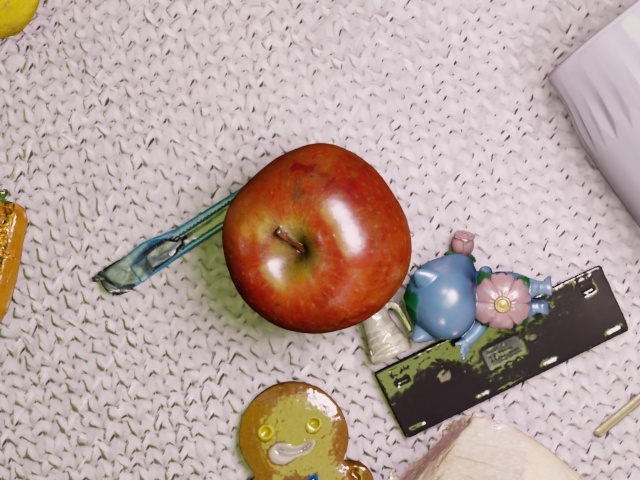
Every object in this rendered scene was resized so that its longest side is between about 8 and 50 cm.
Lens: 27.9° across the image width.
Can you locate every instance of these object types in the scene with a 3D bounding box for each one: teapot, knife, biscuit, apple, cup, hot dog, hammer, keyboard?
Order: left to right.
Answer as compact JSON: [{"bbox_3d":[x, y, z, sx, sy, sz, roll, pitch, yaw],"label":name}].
[{"bbox_3d":[-0.416,0.027,1.618,0.072,0.055,0.188,11,91,2],"label":"hot dog"},{"bbox_3d":[-0.157,-0.016,1.631,0.296,0.026,0.044,-33,78,1],"label":"knife"},{"bbox_3d":[-0.026,0.295,1.629,0.180,0.039,0.236,-12,88,2],"label":"biscuit"},{"bbox_3d":[0.000,0.000,1.542,0.230,0.230,0.230,0,90,0],"label":"apple"},{"bbox_3d":[0.077,0.108,1.616,0.067,0.057,0.083,-28,85,5],"label":"teapot"},{"bbox_3d":[0.227,0.136,1.629,0.317,0.027,0.106,-25,94,1],"label":"keyboard"},{"bbox_3d":[0.422,0.186,1.616,0.195,0.060,0.028,-42,90,5],"label":"hammer"},{"bbox_3d":[0.460,-0.113,1.513,0.253,0.253,0.371,-37,88,1],"label":"cup"}]

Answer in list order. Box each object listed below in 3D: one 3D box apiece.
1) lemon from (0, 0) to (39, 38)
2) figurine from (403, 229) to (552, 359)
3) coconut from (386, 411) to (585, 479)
[{"bbox_3d":[-0.420,-0.334,1.559,0.180,0.180,0.193,-19,68,1],"label":"lemon"},{"bbox_3d":[0.192,0.063,1.587,0.178,0.144,0.114,-1,125,5],"label":"figurine"},{"bbox_3d":[0.194,0.429,1.457,0.404,0.404,0.405,0,90,0],"label":"coconut"}]
